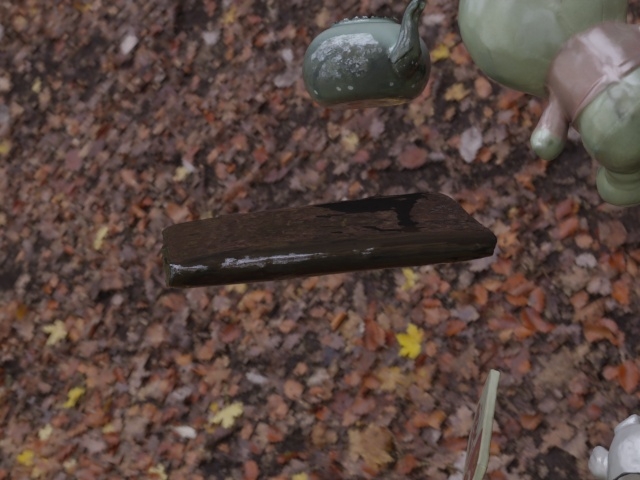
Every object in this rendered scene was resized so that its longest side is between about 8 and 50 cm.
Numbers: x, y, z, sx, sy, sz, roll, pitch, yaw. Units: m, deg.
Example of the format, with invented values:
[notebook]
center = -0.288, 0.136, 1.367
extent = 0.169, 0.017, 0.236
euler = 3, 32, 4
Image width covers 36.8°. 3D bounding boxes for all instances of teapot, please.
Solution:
[teapot]
center = 0.068, -0.268, 1.441
extent = 0.294, 0.193, 0.130
euler = 0, 93, 61

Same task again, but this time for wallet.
[wallet]
center = 0.000, 0.000, 0.937
extent = 0.309, 0.042, 0.165
euler = -7, 16, -11

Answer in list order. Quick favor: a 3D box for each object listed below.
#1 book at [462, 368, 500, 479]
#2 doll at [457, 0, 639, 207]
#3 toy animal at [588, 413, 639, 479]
[book]
center = 0.254, 0.340, 1.558
extent = 0.022, 0.162, 0.232
euler = 15, 33, 6
[doll]
center = 0.203, -0.160, 0.765
extent = 0.154, 0.113, 0.275
euler = -35, 82, 12
[toy animal]
center = 0.591, 0.401, 1.494
extent = 0.325, 0.208, 0.154
euler = 37, 43, 9
